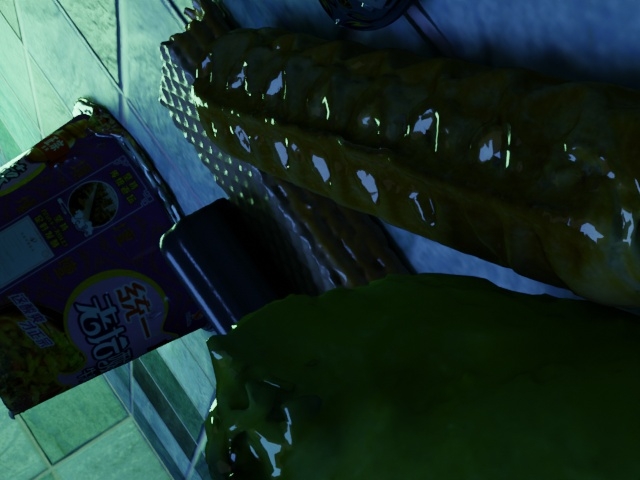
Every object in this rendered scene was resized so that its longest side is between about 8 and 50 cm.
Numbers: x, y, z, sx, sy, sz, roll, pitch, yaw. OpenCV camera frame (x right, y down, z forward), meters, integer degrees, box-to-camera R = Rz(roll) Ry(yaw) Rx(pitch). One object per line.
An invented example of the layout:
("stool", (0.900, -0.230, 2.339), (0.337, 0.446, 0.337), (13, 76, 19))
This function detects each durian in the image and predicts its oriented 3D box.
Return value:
("durian", (0.122, 0.155, 0.371), (0.340, 0.204, 0.255), (7, 105, 16))

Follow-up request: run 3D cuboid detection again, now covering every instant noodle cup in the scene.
("instant noodle cup", (-0.321, 0.032, 1.120), (0.340, 0.266, 0.340), (47, 156, 29))

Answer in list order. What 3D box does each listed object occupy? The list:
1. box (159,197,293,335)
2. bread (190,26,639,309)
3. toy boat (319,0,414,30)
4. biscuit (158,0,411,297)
("box", (-0.050, 0.043, 0.718), (0.160, 0.050, 0.230), (55, -179, -4))
("bread", (0.036, -0.052, 0.462), (0.077, 0.084, 0.367), (18, -175, -38))
("toy boat", (0.024, -0.130, 0.415), (0.055, 0.060, 0.141), (33, 164, -3))
("biscuit", (0.000, 0.000, 0.648), (0.378, 0.054, 0.094), (55, 159, 8))
